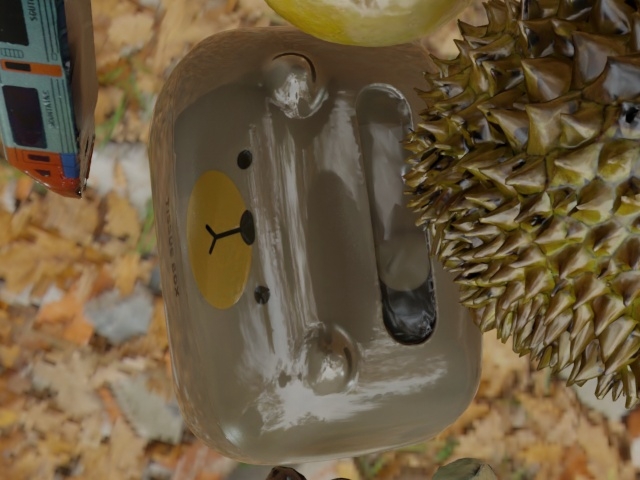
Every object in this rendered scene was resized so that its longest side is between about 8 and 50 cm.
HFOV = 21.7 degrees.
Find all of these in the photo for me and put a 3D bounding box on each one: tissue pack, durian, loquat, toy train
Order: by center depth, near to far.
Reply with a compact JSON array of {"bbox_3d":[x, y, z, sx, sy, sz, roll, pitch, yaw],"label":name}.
[{"bbox_3d":[0.247,-0.061,1.027,0.384,0.348,0.347,-39,110,13],"label":"durian"},{"bbox_3d":[0.038,-0.244,1.236,0.213,0.213,0.213,2,120,4],"label":"loquat"},{"bbox_3d":[-0.231,-0.168,1.329,0.089,0.086,0.409,6,151,-1],"label":"toy train"},{"bbox_3d":[0.000,0.000,1.483,0.267,0.277,0.387,-2,82,-28],"label":"tissue pack"}]

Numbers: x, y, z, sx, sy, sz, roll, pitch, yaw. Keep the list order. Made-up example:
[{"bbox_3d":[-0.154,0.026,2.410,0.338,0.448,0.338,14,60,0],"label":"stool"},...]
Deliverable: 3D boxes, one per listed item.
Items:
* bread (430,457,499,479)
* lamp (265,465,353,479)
[{"bbox_3d":[0.097,0.253,0.962,0.040,0.267,0.267,-10,118,14],"label":"bread"},{"bbox_3d":[-0.047,0.191,0.542,0.118,0.253,0.118,8,132,10],"label":"lamp"}]
